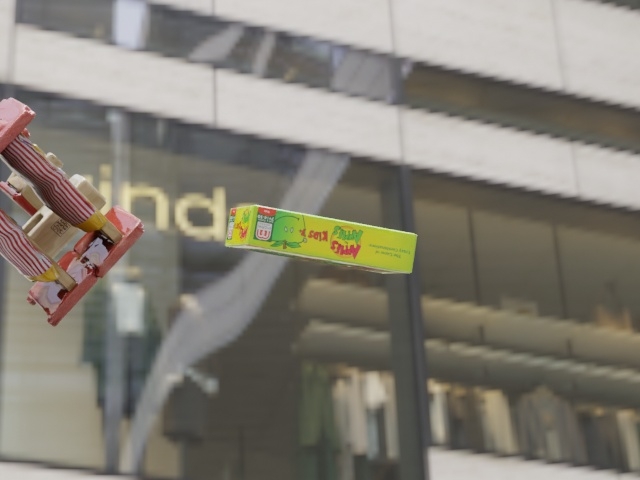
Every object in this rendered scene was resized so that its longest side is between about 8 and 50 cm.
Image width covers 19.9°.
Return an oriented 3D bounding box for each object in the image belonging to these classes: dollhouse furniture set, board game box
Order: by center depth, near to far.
[{"bbox_3d":[0.000,0.000,1.929,0.181,0.043,0.092,10,-5,-17],"label":"board game box"},{"bbox_3d":[-0.365,-0.055,2.132,0.201,0.152,0.374,47,-8,-22],"label":"dollhouse furniture set"}]
